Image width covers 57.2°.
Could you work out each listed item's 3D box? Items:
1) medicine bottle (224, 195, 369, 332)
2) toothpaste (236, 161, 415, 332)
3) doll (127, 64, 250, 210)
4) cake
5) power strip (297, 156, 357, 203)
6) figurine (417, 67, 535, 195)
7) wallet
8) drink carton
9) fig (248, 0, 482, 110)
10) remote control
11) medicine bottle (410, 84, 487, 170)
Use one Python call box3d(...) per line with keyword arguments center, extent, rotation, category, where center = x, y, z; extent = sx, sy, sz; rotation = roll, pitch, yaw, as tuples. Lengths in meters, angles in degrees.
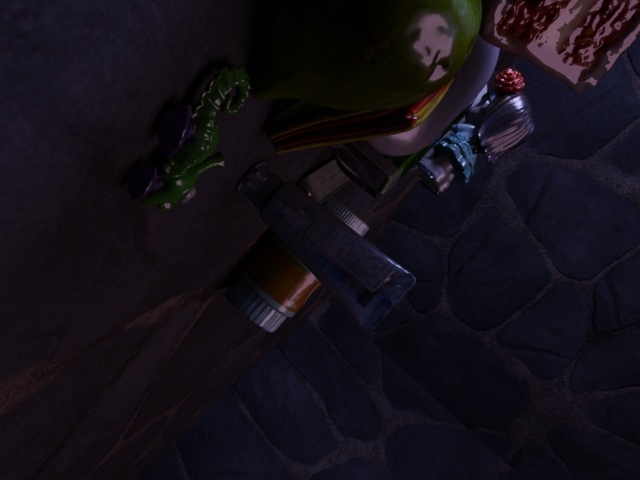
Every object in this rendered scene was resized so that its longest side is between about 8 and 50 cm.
box3d(center=(-0.053, 0.042, 1.293), extent=(0.318, 0.158, 0.158), rotation=(-48, 171, 2), category="medicine bottle")
box3d(center=(0.000, 0.000, 0.896), extent=(0.114, 0.299, 0.073), rotation=(-49, 172, 11), category="toothpaste")
box3d(center=(-0.134, -0.104, 0.628), extent=(0.190, 0.050, 0.115), rotation=(-55, 165, 26), category="doll")
box3d(center=(0.328, -0.390, 0.733), extent=(0.309, 0.237, 0.230), rotation=(-55, -147, 38), category="cake")
box3d(center=(0.026, -0.135, 1.225), extent=(0.027, 0.060, 0.253), rotation=(-20, -167, 41), category="power strip")
box3d(center=(0.284, -0.188, 1.070), extent=(0.245, 0.110, 0.138), rotation=(-41, 146, -4), category="figurine")
box3d(center=(0.047, -0.184, 0.772), extent=(0.241, 0.067, 0.141), rotation=(-3, -146, 45), category="wallet")
box3d(center=(0.145, -0.228, 1.087), extent=(0.271, 0.161, 0.108), rotation=(-44, 171, -13), category="drink carton")
box3d(center=(0.023, -0.209, 0.608), extent=(0.275, 0.206, 0.206), rotation=(-26, -176, 32), category="fig")
box3d(center=(0.176, -0.284, 0.955), extent=(0.332, 0.103, 0.221), rotation=(-46, 127, -14), category="remote control")
box3d(center=(0.236, -0.286, 1.287), extent=(0.254, 0.152, 0.152), rotation=(-43, 170, -24), category="medicine bottle")
